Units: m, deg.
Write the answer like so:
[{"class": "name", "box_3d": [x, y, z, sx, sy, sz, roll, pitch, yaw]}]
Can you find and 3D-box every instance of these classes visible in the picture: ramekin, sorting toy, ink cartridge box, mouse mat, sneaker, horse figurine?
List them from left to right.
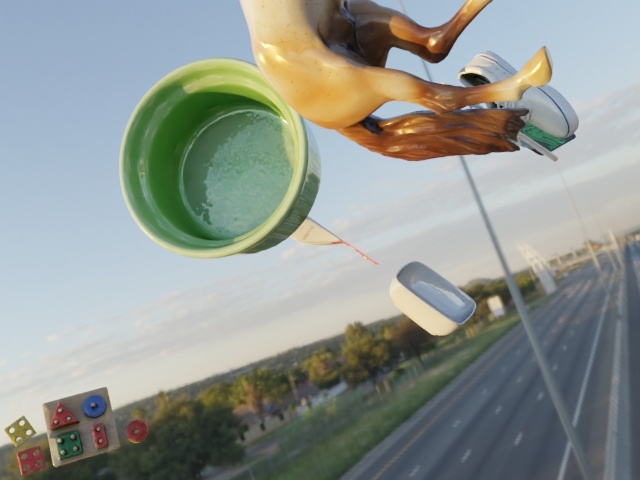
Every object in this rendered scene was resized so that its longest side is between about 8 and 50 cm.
[{"class": "sorting toy", "box_3d": [-0.503, 0.382, 1.439, 0.275, 0.132, 0.046, -13, -18, -16]}, {"class": "ramekin", "box_3d": [-0.144, -0.116, 1.099, 0.304, 0.303, 0.148, -22, -12, 13]}, {"class": "ink cartridge box", "box_3d": [0.000, 0.000, 1.300, 0.056, 0.225, 0.181, -54, -3, 1]}, {"class": "horse figurine", "box_3d": [0.008, -0.134, 0.344, 0.175, 0.263, 0.066, -12, 29, 37]}, {"class": "sneaker", "box_3d": [0.379, -0.271, 1.371, 0.091, 0.258, 0.094, -37, -30, -19]}, {"class": "mouse mat", "box_3d": [0.459, -0.257, 1.572, 0.153, 0.190, 0.007, -28, -36, -36]}]

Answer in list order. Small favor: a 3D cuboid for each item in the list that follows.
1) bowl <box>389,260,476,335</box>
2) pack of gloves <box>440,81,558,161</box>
[{"class": "bowl", "box_3d": [0.185, 0.103, 1.192, 0.053, 0.142, 0.142, -59, -15, 25]}, {"class": "pack of gloves", "box_3d": [0.326, -0.219, 1.349, 0.046, 0.232, 0.195, -56, 7, 14]}]
